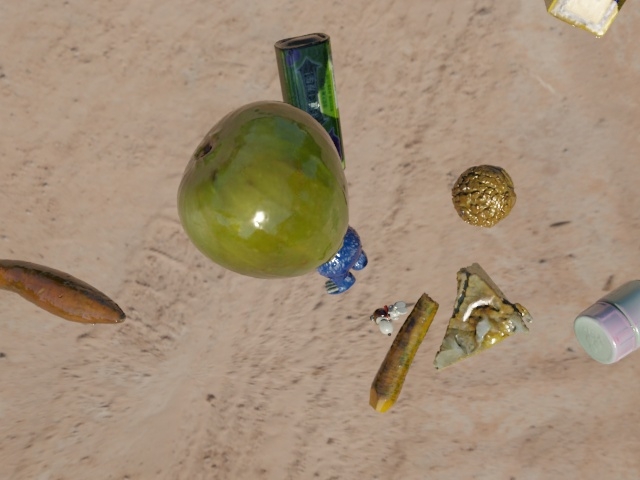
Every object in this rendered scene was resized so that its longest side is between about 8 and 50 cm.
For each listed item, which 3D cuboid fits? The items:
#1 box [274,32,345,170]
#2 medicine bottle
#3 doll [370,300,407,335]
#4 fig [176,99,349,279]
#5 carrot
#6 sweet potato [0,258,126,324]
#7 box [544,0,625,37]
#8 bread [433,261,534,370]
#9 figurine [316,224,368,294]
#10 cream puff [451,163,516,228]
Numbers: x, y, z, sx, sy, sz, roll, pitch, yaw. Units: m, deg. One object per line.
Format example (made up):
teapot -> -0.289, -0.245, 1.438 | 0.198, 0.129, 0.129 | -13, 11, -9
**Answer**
box -> -0.024, -0.323, 1.873 | 0.134, 0.097, 0.345 | -19, 122, -15
medicine bottle -> 0.655, 0.177, 1.677 | 0.169, 0.135, 0.135 | -28, 86, -19
doll -> 0.129, 0.142, 1.472 | 0.040, 0.085, 0.058 | -8, 47, -31
fig -> -0.078, -0.068, 1.305 | 0.316, 0.316, 0.316 | 2, 80, -9
carrot -> 0.113, 0.151, 1.035 | 0.042, 0.042, 0.170 | 26, 96, -4
sweet potato -> -0.358, 0.058, 0.987 | 0.265, 0.057, 0.057 | 19, 76, 19
box -> 0.379, -0.414, 1.035 | 0.084, 0.192, 0.301 | 25, 33, -4
bread -> 0.218, 0.116, 1.127 | 0.152, 0.147, 0.127 | -44, 80, 14
figurine -> 0.006, -0.003, 1.548 | 0.262, 0.121, 0.164 | 33, 61, -42
cream puff -> 0.374, -0.096, 1.779 | 0.150, 0.165, 0.115 | 12, 48, 33
